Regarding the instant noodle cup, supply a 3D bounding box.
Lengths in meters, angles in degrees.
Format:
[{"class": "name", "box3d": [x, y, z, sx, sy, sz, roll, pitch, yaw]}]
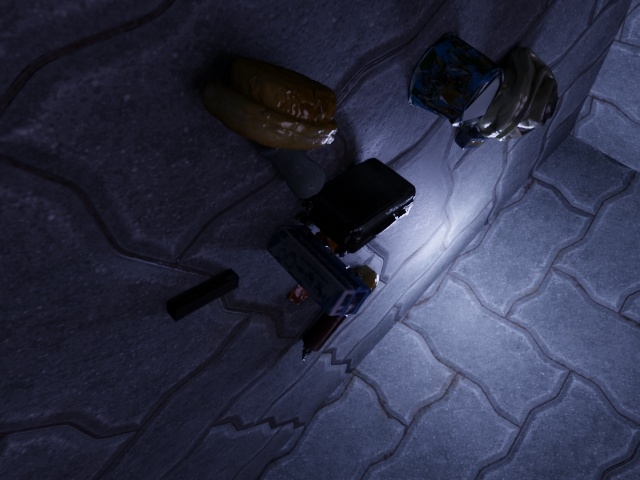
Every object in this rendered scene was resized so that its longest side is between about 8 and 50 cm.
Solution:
[{"class": "instant noodle cup", "box3d": [0.392, -0.443, 1.304, 0.240, 0.178, 0.240, -37, 154, -22]}]

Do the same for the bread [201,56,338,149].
[{"class": "bread", "box3d": [-0.076, -0.233, 0.799, 0.236, 0.198, 0.120, -14, 133, -51]}]

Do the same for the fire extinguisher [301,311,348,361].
[{"class": "fire extinguisher", "box3d": [0.000, 0.398, 1.980, 0.269, 0.105, 0.105, -51, 156, 6]}]

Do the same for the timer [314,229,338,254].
[{"class": "timer", "box3d": [0.000, 0.000, 1.406, 0.152, 0.132, 0.132, -23, 154, 2]}]

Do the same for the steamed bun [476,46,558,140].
[{"class": "steamed bun", "box3d": [0.770, -0.532, 1.736, 0.394, 0.237, 0.346, -33, 151, -30]}]

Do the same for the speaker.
[{"class": "speaker", "box3d": [-0.295, 0.136, 1.167, 0.191, 0.040, 0.046, -29, 148, -37]}]

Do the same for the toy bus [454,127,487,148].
[{"class": "toy bus", "box3d": [0.613, -0.414, 1.867, 0.191, 0.064, 0.075, -17, 153, -49]}]

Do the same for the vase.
[{"class": "vase", "box3d": [-0.070, -0.179, 1.027, 0.096, 0.096, 0.219, -49, 153, 0]}]

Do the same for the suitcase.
[{"class": "suitcase", "box3d": [0.113, -0.101, 1.308, 0.312, 0.202, 0.128, -33, 152, -30]}]

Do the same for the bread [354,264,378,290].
[{"class": "bread", "box3d": [0.146, 0.207, 1.938, 0.236, 0.106, 0.140, -34, 154, -28]}]

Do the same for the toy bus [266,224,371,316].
[{"class": "toy bus", "box3d": [-0.008, 0.076, 1.257, 0.131, 0.297, 0.106, 0, 127, -52]}]

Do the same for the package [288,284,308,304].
[{"class": "package", "box3d": [-0.075, 0.198, 1.639, 0.077, 0.033, 0.110, -35, 149, -7]}]
